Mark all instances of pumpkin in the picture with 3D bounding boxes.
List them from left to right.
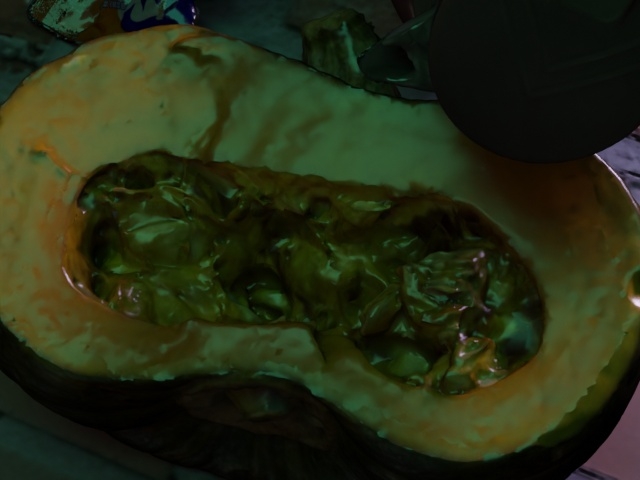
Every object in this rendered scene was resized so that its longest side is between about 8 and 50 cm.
[{"bbox_3d":[0.000,0.000,0.778,0.317,0.139,0.222,12,67,15],"label":"pumpkin"}]

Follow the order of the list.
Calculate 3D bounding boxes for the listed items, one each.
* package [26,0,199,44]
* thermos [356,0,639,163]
[{"bbox_3d":[-0.103,-0.136,0.926,0.110,0.033,0.077,23,90,33],"label":"package"},{"bbox_3d":[0.103,-0.129,0.710,0.176,0.146,0.265,-12,27,8],"label":"thermos"}]
